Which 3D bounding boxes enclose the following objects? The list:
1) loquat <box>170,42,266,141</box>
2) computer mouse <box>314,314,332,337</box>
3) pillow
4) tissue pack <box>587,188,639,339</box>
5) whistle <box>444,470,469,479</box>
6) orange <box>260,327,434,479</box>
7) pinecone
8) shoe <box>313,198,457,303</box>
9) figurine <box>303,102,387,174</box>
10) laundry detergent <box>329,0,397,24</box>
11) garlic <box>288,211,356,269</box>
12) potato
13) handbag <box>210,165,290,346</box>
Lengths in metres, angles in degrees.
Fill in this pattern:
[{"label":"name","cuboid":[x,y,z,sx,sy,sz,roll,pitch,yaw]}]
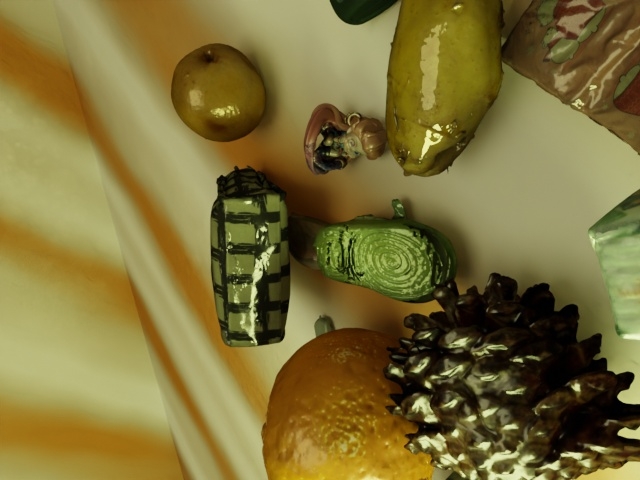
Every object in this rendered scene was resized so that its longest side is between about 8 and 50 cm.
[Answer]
[{"label":"loquat","cuboid":[-0.221,-0.319,0.991,0.208,0.208,0.208,24,123,44]},{"label":"computer mouse","cuboid":[0.014,0.228,1.058,0.055,0.032,0.110,-15,83,52]},{"label":"pillow","cuboid":[0.318,-0.200,0.489,0.248,0.049,0.135,52,138,30]},{"label":"tissue pack","cuboid":[0.400,-0.016,0.317,0.310,0.227,0.128,-15,94,53]},{"label":"whistle","cuboid":[0.301,0.530,0.715,0.404,0.168,0.189,18,118,47]},{"label":"orange","cuboid":[0.044,0.326,0.802,0.340,0.293,0.341,0,-90,-88]},{"label":"pinecone","cuboid":[0.232,0.184,0.593,0.298,0.242,0.296,-30,78,31]},{"label":"shoe","cuboid":[0.108,0.011,0.772,0.262,0.128,0.140,4,116,35]},{"label":"figurine","cuboid":[0.046,-0.185,0.800,0.156,0.114,0.126,-13,129,25]},{"label":"laundry detergent","cuboid":[0.053,-0.461,0.687,0.144,0.078,0.222,-18,88,44]},{"label":"garlic","cuboid":[-0.007,0.011,0.953,0.195,0.086,0.102,25,110,47]},{"label":"potato","cuboid":[0.157,-0.229,0.582,0.173,0.140,0.301,-101,15,-70]},{"label":"handbag","cuboid":[-0.161,0.014,1.009,0.327,0.162,0.326,-119,29,-67]}]
